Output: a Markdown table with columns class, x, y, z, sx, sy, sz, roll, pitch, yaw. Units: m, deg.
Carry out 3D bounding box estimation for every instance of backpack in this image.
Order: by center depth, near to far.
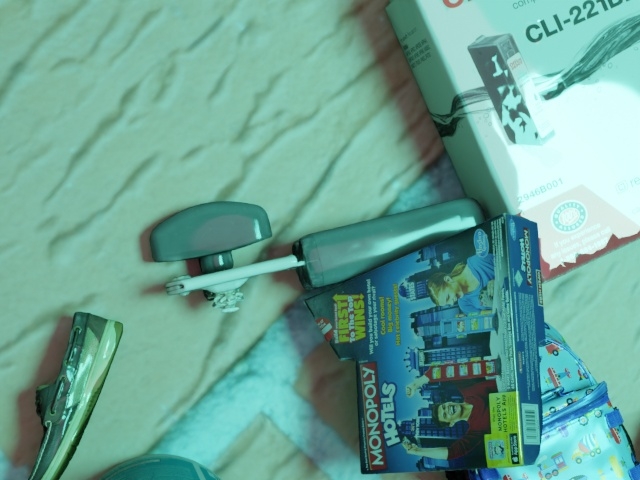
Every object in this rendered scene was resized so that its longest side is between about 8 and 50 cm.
| class | x | y | z | sx | sy | sz | roll | pitch | yaw |
| --- | --- | --- | --- | --- | --- | --- | --- | --- | --- |
| backpack | 0.173 | 0.152 | 1.164 | 0.158 | 0.117 | 0.173 | -19 | 88 | -10 |

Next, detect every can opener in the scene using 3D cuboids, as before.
| class | x | y | z | sx | sy | sz | roll | pitch | yaw |
| --- | --- | --- | --- | --- | --- | --- | --- | --- | --- |
| can opener | 0.000 | 0.000 | 1.161 | 0.280 | 0.074 | 0.093 | -9 | 89 | -9 |

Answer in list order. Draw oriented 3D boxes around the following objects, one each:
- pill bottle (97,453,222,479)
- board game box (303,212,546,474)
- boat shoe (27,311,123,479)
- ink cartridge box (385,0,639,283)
| class | x | y | z | sx | sy | sz | roll | pitch | yaw |
| --- | --- | --- | --- | --- | --- | --- | --- | --- | --- |
| pill bottle | -0.118 | 0.247 | 1.040 | 0.146 | 0.264 | 0.146 | 0 | 88 | -8 |
| board game box | 0.082 | 0.089 | 1.116 | 0.194 | 0.060 | 0.194 | -9 | 78 | 34 |
| boat shoe | -0.211 | 0.131 | 1.139 | 0.049 | 0.056 | 0.152 | 23 | 76 | -3 |
| ink cartridge box | 0.202 | -0.125 | 1.175 | 0.197 | 0.114 | 0.273 | -25 | 92 | -8 |
